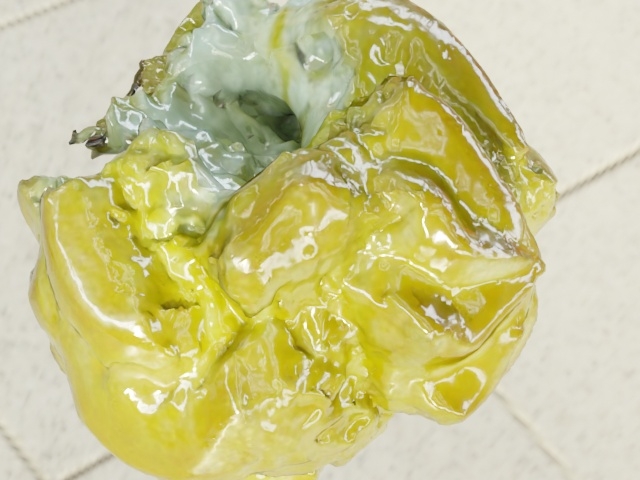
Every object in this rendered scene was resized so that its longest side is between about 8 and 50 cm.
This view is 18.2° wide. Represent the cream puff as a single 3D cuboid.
[{"bbox_3d":[0.002,0.005,0.771,0.195,0.194,0.221,30,45,-1],"label":"cream puff"}]
